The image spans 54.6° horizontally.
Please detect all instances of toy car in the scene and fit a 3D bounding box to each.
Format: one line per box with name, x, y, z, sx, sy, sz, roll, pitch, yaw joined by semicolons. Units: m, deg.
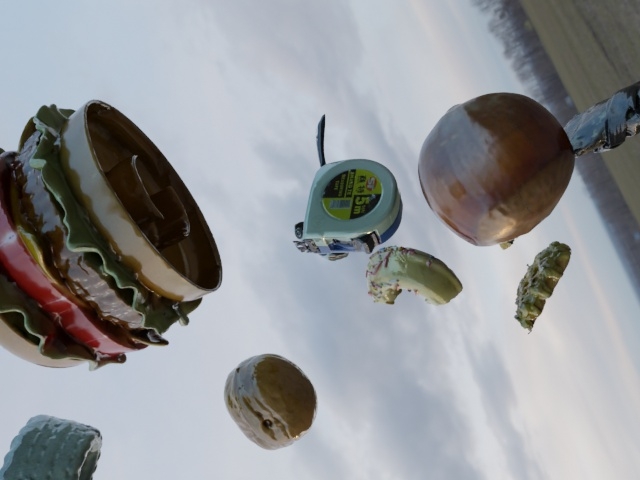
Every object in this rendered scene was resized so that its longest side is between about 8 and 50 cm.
toy car;0.000;0.000;1.849;0.095;0.205;0.056;-17;-54;-37

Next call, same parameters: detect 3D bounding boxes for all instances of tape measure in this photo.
tape measure;0.074;-0.132;1.359;0.098;0.216;0.351;60;-146;-56

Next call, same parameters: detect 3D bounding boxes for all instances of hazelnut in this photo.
hazelnut;0.240;-0.104;0.863;0.176;0.215;0.214;70;180;-78

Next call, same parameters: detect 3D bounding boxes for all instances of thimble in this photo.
thimble;-0.573;0.492;1.285;0.172;0.204;0.250;15;-129;-5

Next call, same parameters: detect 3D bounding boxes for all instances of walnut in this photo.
walnut;-0.113;0.356;1.388;0.221;0.195;0.195;51;-153;-19

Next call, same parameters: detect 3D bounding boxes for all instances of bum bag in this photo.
bum bag;0.445;-0.185;0.875;0.069;0.248;0.102;55;-142;-7

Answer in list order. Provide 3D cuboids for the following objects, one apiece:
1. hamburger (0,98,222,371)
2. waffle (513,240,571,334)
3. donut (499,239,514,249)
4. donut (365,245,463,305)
hamburger;-0.253;0.006;0.647;0.274;0.212;0.274;58;-175;-8
waffle;0.340;0.079;0.986;0.046;0.160;0.192;30;-128;11
donut;0.382;-0.011;1.237;0.067;0.038;0.083;18;-131;-12
donut;0.135;0.061;1.000;0.108;0.166;0.065;49;-126;-39
